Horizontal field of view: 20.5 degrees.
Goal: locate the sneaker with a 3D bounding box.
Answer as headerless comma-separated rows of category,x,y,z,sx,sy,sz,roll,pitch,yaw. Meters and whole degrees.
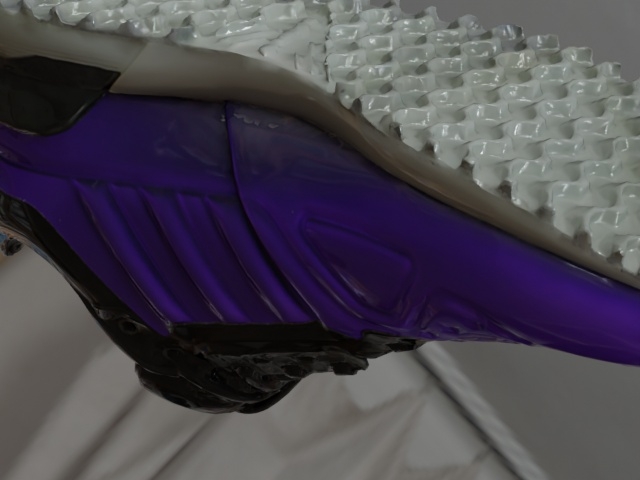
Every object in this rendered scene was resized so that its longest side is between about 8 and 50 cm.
sneaker,0.000,0.000,0.580,0.293,0.102,0.146,22,-58,28
